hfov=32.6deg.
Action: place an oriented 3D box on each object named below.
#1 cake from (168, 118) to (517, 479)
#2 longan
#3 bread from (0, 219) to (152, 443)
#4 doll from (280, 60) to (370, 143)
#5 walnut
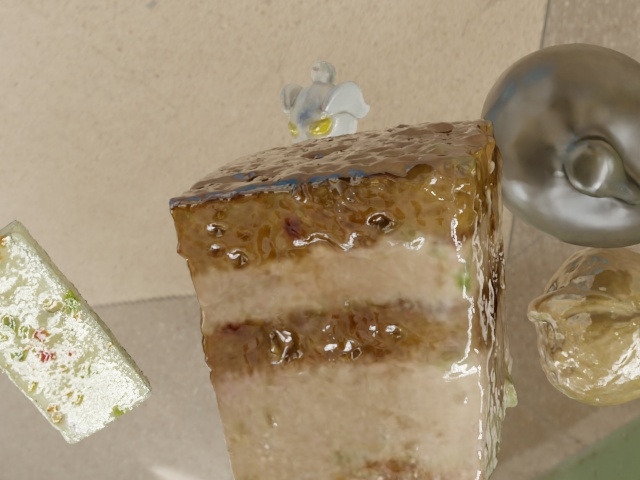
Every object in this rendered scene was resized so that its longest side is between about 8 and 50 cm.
[{"bbox_3d":[0.035,0.073,0.750,0.199,0.196,0.293,-6,102,12],"label":"cake"},{"bbox_3d":[0.217,-0.074,0.891,0.185,0.204,0.159,37,106,0],"label":"longan"},{"bbox_3d":[-0.174,0.061,0.690,0.068,0.028,0.153,-33,117,-1],"label":"bread"},{"bbox_3d":[0.000,0.000,1.182,0.188,0.099,0.384,2,89,27],"label":"doll"},{"bbox_3d":[0.269,0.079,1.035,0.149,0.166,0.166,15,133,-15],"label":"walnut"}]
